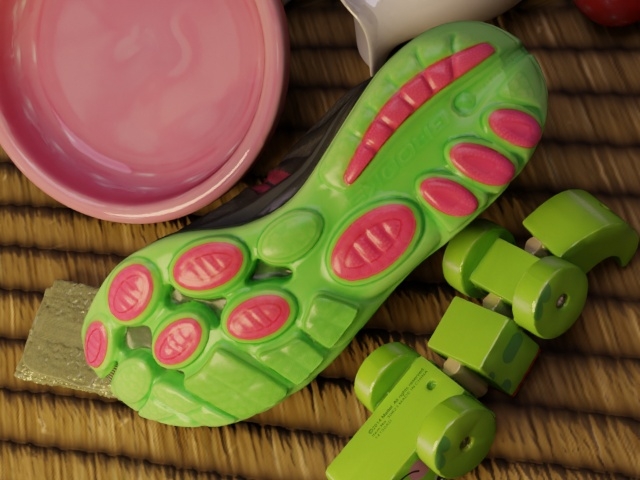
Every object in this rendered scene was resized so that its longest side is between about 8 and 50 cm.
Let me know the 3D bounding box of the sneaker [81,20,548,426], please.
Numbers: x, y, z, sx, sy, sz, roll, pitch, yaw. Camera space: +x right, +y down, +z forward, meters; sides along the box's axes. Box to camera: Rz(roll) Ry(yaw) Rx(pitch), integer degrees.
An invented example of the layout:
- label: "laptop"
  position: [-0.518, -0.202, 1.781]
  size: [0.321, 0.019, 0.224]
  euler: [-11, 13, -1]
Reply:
- label: "sneaker"
  position: [0.000, 0.000, 1.069]
  size: [0.483, 0.202, 0.185]
  euler: [-35, 90, 14]

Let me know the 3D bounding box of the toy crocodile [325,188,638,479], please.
- label: "toy crocodile"
  position: [0.131, 0.096, 1.008]
  size: [0.340, 0.105, 0.115]
  euler: [-53, 43, -6]

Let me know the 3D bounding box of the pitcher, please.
- label: "pitcher"
  position: [0.100, -0.271, 1.151]
  size: [0.207, 0.177, 0.125]
  euler: [-30, 36, 8]

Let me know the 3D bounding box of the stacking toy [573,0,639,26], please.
- label: "stacking toy"
  position: [0.375, -0.302, 1.094]
  size: [0.330, 0.141, 0.141]
  euler: [-28, 58, 14]

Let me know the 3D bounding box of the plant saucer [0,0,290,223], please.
- label: "plant saucer"
  position: [-0.181, -0.184, 1.199]
  size: [0.332, 0.084, 0.332]
  euler: [3, 101, 17]

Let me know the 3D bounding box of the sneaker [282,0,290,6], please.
- label: "sneaker"
  position: [-0.056, -0.304, 1.255]
  size: [0.297, 0.131, 0.111]
  euler: [-17, 62, 15]

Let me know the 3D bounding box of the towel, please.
- label: "towel"
  position: [-0.222, 0.096, 1.185]
  size: [0.148, 0.027, 0.110]
  euler: [7, 68, 25]
